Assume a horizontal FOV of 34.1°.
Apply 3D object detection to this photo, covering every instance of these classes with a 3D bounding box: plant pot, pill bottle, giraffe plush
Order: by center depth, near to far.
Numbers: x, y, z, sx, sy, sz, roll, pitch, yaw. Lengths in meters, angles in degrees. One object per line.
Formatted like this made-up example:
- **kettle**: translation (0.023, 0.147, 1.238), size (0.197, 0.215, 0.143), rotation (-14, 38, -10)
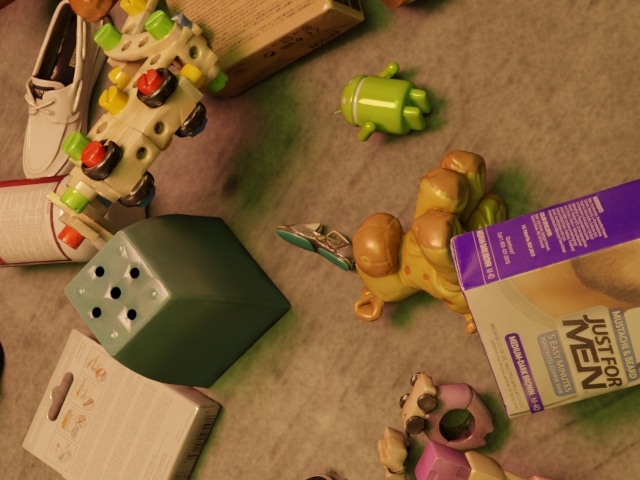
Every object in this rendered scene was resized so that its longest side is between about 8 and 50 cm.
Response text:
- **giraffe plush**: translation (0.113, 0.013, 1.219), size (0.170, 0.181, 0.210), rotation (-3, 119, 32)
- **plant pot**: translation (-0.186, 0.072, 1.275), size (0.165, 0.234, 0.166), rotation (-45, 71, 12)
- **pill bottle**: translation (-0.357, -0.028, 1.414), size (0.221, 0.121, 0.121), rotation (-4, 83, 20)

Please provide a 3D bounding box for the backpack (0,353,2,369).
- **backpack**: translation (-0.541, 0.182, 1.436), size (0.152, 0.182, 0.115), rotation (-33, 74, 15)

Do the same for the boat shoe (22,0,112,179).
- **boat shoe**: translation (-0.367, -0.204, 1.455), size (0.096, 0.088, 0.267), rotation (23, 93, 22)

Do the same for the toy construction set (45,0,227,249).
- **toy construction set**: translation (-0.232, -0.137, 1.237), size (0.215, 0.151, 0.328), rotation (24, 90, 50)

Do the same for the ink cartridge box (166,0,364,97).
- **ink cartridge box**: translation (-0.081, -0.319, 1.329), size (0.234, 0.088, 0.193), rotation (-24, 75, 32)

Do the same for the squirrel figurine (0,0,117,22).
- **squirrel figurine**: translation (-0.434, -0.470, 1.443), size (0.370, 0.281, 0.397), rotation (-11, 48, 41)

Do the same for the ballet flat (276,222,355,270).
- **ballet flat**: translation (0.000, 0.000, 1.317), size (0.114, 0.041, 0.041), rotation (26, 95, 22)

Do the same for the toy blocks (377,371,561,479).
- **toy blocks**: translation (0.183, 0.359, 1.134), size (0.260, 0.309, 0.289), rotation (22, 107, -10)

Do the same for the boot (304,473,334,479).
- **boot**: translation (-0.024, 0.379, 1.257), size (0.069, 0.086, 0.190), rotation (3, 86, 22)

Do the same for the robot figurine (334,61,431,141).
- **robot figurine**: translation (0.076, -0.167, 1.283), size (0.115, 0.067, 0.101), rotation (13, 72, 23)

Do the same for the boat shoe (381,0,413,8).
- **boat shoe**: translation (0.072, -0.426, 1.303), size (0.098, 0.109, 0.302), rotation (-20, 69, -18)

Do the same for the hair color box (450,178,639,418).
- **hair color box**: translation (0.324, 0.044, 1.067), size (0.339, 0.110, 0.185), rotation (-19, 121, 10)

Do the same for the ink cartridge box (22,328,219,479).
- **ink cartridge box**: translation (-0.268, 0.250, 1.393), size (0.232, 0.066, 0.189), rotation (27, 95, 31)
